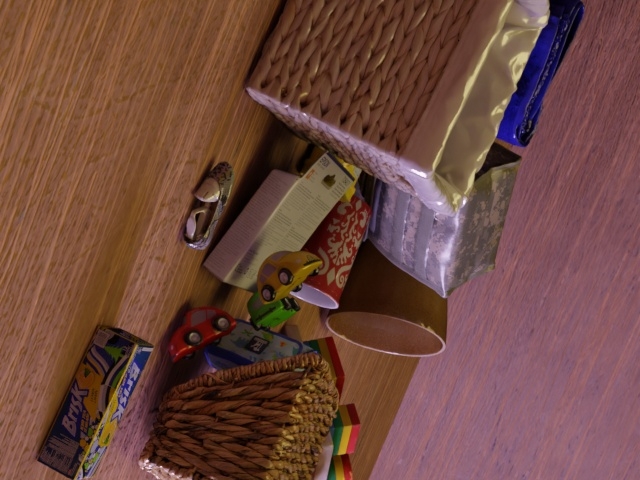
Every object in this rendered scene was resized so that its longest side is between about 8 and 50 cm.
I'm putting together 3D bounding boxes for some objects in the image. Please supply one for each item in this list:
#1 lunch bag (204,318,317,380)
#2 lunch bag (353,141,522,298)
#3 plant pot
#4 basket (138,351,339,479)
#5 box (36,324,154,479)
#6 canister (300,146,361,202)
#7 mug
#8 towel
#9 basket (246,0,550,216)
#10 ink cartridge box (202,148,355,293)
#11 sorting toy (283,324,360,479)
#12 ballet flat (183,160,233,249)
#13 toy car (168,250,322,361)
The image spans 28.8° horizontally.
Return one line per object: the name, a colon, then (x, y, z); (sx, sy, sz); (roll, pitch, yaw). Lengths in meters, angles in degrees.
lunch bag: (-0.091, 0.177, 1.850); (0.151, 0.129, 0.096); (2, 108, -73)
lunch bag: (0.160, -0.088, 2.051); (0.169, 0.287, 0.235); (-26, 139, -37)
plant pot: (0.151, 0.069, 2.446); (0.237, 0.237, 0.254); (78, 23, -68)
basket: (-0.114, 0.257, 1.734); (0.299, 0.214, 0.223); (71, 40, -69)
box: (-0.254, 0.183, 1.408); (0.168, 0.054, 0.059); (-65, 166, -1)
canister: (0.042, -0.156, 1.897); (0.169, 0.073, 0.126); (-65, 166, -7)
mug: (0.009, 0.004, 1.976); (0.150, 0.113, 0.169); (78, 36, -71)
towel: (0.215, -0.296, 1.847); (0.076, 0.308, 0.227); (4, 111, -54)
basket: (0.112, -0.240, 1.608); (0.331, 0.266, 0.328); (-66, 166, -2)
ink cartridge box: (-0.053, -0.029, 1.725); (0.224, 0.045, 0.223); (-51, 166, 0)
sorting toy: (-0.003, 0.320, 2.194); (0.255, 0.089, 0.257); (99, -21, -47)
ballet flat: (-0.137, -0.041, 1.500); (0.114, 0.041, 0.041); (-69, 166, 12)
toy car: (-0.089, 0.085, 1.697); (0.239, 0.053, 0.225); (-34, 167, 8)
